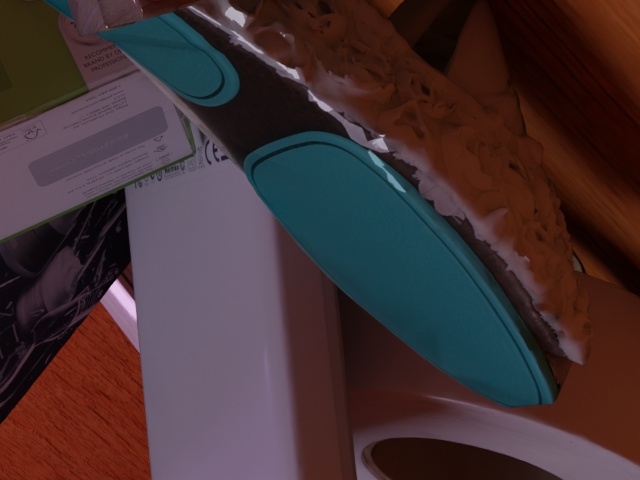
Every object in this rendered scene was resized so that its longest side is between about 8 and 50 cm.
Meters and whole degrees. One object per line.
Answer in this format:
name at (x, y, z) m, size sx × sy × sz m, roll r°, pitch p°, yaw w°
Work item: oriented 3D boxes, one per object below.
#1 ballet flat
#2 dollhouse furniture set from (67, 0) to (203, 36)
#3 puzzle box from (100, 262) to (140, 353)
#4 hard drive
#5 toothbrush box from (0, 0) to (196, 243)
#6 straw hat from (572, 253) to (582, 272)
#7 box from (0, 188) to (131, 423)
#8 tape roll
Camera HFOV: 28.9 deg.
ballet flat at (-0.002, -0.089, 0.521) m, size 0.409 × 0.147 × 0.147 m, roll 42°, pitch 174°, yaw -23°
dollhouse furniture set at (-0.030, -0.167, 0.361) m, size 0.129 × 0.129 × 0.183 m, roll -158°, pitch 51°, yaw -70°
puzzle box at (-0.157, 0.016, 1.486) m, size 0.272 × 0.052 × 0.409 m, roll -12°, pitch -133°, yaw -41°
hard drive at (-0.059, 0.021, 0.747) m, size 0.233 × 0.047 × 0.352 m, roll -9°, pitch 86°, yaw 63°
toothbrush box at (-0.222, -0.142, 0.685) m, size 0.283 × 0.206 × 0.122 m, roll 61°, pitch 171°, yaw 19°
straw hat at (0.106, 0.013, 0.835) m, size 0.144 × 0.145 × 0.061 m, roll 47°, pitch -147°, yaw -41°
box at (-0.287, -0.030, 0.904) m, size 0.179 × 0.312 × 0.343 m, roll 27°, pitch 153°, yaw 15°
tape roll at (0.112, 0.115, 0.803) m, size 0.286 × 0.100 × 0.286 m, roll 14°, pitch 153°, yaw 7°
